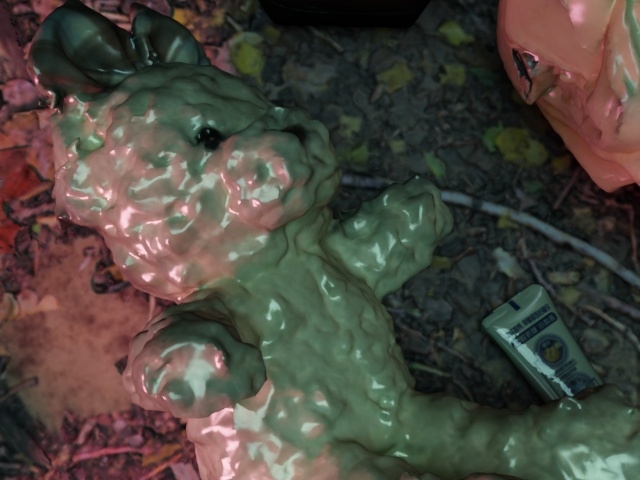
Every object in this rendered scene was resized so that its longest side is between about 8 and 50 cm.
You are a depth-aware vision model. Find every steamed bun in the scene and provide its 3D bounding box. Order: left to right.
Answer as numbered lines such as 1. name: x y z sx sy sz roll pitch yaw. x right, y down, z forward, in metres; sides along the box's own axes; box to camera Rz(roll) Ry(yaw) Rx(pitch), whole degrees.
1. steamed bun: 0.262 -0.147 0.593 0.275 0.206 0.320 -6 80 -2

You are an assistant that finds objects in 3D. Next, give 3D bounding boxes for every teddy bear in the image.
1. teddy bear: 0.000 0.000 0.537 0.375 0.327 0.362 1 103 39

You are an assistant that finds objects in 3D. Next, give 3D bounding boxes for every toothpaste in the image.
1. toothpaste: 0.215 0.145 0.649 0.062 0.039 0.239 -34 83 -7

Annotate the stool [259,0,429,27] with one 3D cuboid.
1. stool: 0.021 -0.278 0.641 0.232 0.141 0.232 0 84 0
